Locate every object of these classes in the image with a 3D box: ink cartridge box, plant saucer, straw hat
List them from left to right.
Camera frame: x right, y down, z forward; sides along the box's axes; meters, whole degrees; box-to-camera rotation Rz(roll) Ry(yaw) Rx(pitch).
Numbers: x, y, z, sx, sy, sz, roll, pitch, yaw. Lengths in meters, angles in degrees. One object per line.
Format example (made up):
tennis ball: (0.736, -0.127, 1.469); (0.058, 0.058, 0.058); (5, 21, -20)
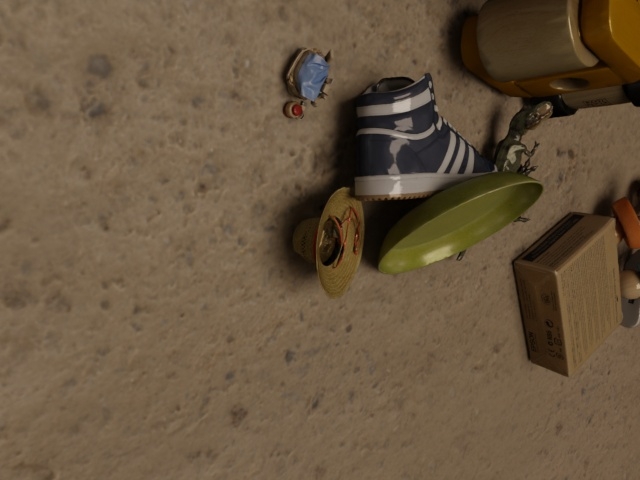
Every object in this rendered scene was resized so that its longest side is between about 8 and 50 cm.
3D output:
straw hat: (0.000, 0.000, 0.806); (0.144, 0.061, 0.144); (6, 90, -65)
plant saucer: (0.179, -0.027, 0.877); (0.241, 0.241, 0.037); (-10, 68, -37)
ink cartridge box: (0.455, 0.095, 1.190); (0.193, 0.088, 0.234); (-34, 120, -30)

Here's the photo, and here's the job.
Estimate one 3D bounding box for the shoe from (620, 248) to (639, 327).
shoe: (0.689, 0.099, 1.405); (0.081, 0.063, 0.178); (-1, 105, -44)

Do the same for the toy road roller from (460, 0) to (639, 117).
toy road roller: (0.368, -0.326, 0.941); (0.330, 0.203, 0.240); (9, 84, -46)

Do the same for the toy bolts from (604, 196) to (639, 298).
toy bolts: (0.636, 0.002, 1.306); (0.228, 0.159, 0.218); (63, 20, -11)

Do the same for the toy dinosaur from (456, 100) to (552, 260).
toy dinosaur: (0.291, -0.087, 1.026); (0.118, 0.064, 0.268); (12, 104, -46)

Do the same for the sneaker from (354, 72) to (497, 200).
sneaker: (0.147, -0.137, 0.868); (0.282, 0.099, 0.153); (-11, 97, -46)

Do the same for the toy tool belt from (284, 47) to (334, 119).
toy tool belt: (-0.012, -0.180, 0.755); (0.052, 0.051, 0.083); (16, 92, -41)
